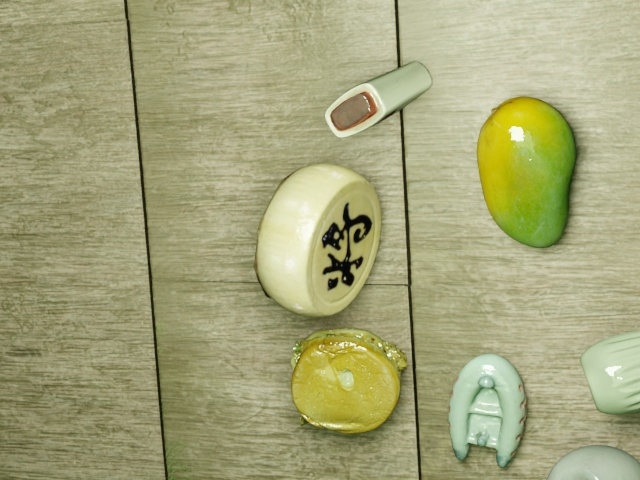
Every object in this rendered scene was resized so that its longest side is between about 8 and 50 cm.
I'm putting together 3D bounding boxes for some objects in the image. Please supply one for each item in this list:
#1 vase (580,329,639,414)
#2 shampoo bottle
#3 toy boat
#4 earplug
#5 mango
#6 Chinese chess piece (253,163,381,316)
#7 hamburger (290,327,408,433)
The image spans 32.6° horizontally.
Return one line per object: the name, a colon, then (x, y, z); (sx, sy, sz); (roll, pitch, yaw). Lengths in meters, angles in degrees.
vase: (0.553, 0.197, 1.767); (0.248, 0.128, 0.128); (-19, 97, 11)
shampoo bottle: (0.076, -0.214, 1.723); (0.153, 0.284, 0.071); (-28, 96, 23)
toy boat: (0.287, 0.297, 1.893); (0.134, 0.079, 0.208); (11, 107, 17)
earplug: (0.501, 0.482, 1.819); (0.214, 0.175, 0.325); (-38, 102, 17)
mango: (0.333, -0.108, 1.766); (0.156, 0.114, 0.251); (-4, 114, 8)
Chinese chess piece: (0.000, 0.000, 1.812); (0.104, 0.257, 0.257); (17, 108, 29)
hamburger: (0.053, 0.241, 1.928); (0.215, 0.122, 0.189); (-6, 108, 14)
